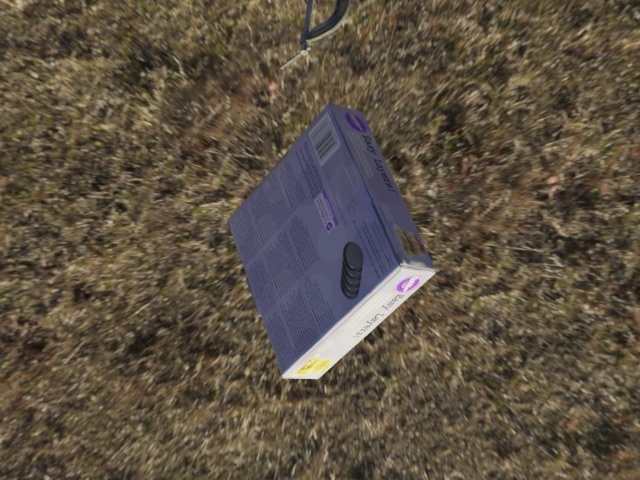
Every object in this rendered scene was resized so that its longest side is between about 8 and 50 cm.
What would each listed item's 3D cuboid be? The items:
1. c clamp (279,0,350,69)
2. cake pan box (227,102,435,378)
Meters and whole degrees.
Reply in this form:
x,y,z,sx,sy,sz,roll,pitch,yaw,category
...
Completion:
x,y,z,sx,sy,sz,roll,pitch,yaw,category
-0.005,-0.353,1.518,0.022,0.137,0.161,31,56,-35,c clamp
0.000,0.000,1.234,0.246,0.070,0.267,-46,52,32,cake pan box
